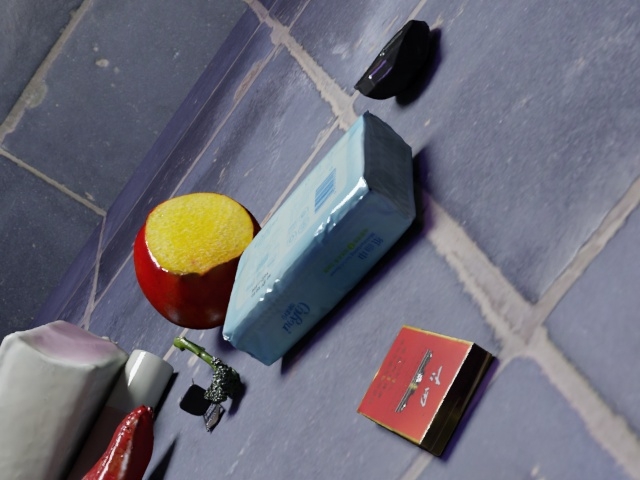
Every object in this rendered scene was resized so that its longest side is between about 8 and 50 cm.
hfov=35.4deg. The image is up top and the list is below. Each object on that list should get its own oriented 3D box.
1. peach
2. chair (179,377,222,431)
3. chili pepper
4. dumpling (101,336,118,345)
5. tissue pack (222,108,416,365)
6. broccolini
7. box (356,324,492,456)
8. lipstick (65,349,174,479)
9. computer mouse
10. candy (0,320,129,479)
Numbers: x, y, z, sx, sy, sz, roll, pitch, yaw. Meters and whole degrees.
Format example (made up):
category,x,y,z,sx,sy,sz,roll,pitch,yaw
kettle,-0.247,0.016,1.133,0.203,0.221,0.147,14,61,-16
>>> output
category,x,y,z,sx,sy,sz,roll,pitch,yaw
peach,-0.162,0.024,1.349,0.190,0.190,0.192,-61,0,-13
chair,-0.151,0.202,1.250,0.037,0.042,0.086,-61,18,1
chili pepper,-0.290,0.373,1.221,0.110,0.110,0.388,-32,27,52
dumpling,-0.363,0.259,1.625,0.181,0.111,0.155,-50,-13,-1
tissue pack,0.000,0.000,1.134,0.263,0.089,0.177,-49,18,29
broccolini,-0.142,0.161,1.271,0.194,0.052,0.054,22,93,65
box,0.082,0.118,0.823,0.090,0.023,0.133,-61,18,-7
lipstick,-0.296,0.284,1.441,0.070,0.070,0.254,-23,38,59
computer mouse,0.104,-0.232,1.309,0.099,0.057,0.172,-44,11,40
candy,-0.419,0.302,1.452,0.208,0.145,0.359,20,-88,-87
